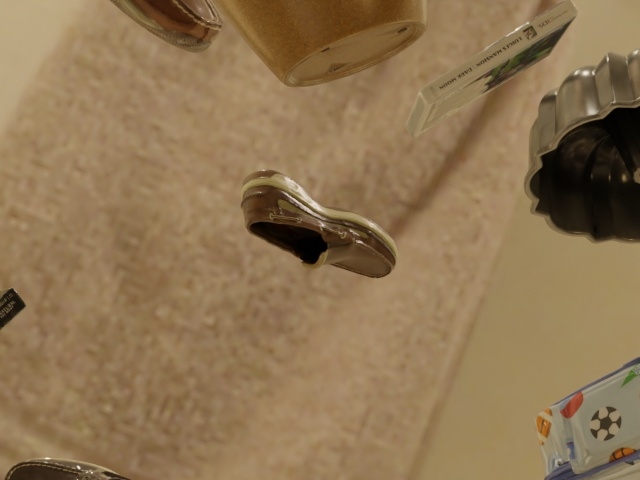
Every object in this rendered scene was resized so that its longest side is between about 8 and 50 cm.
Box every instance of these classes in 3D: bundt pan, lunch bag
[{"bbox_3d":[0.413,-0.134,2.340,0.331,0.124,0.331,-5,-32,-3],"label":"bundt pan"},{"bbox_3d":[0.393,0.207,1.911,0.303,0.115,0.243,-24,-37,28],"label":"lunch bag"}]

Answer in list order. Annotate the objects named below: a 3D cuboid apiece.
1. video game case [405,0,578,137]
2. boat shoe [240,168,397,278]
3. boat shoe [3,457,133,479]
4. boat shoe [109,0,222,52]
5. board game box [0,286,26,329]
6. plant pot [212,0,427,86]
[{"bbox_3d":[0.168,-0.169,1.839,0.022,0.173,0.190,57,-5,5],"label":"video game case"},{"bbox_3d":[-0.005,0.004,2.486,0.257,0.095,0.095,27,-42,-27],"label":"boat shoe"},{"bbox_3d":[-0.254,0.319,2.177,0.285,0.103,0.092,20,-18,17],"label":"boat shoe"},{"bbox_3d":[-0.183,-0.317,1.685,0.324,0.116,0.123,55,18,13],"label":"boat shoe"},{"bbox_3d":[-0.375,0.106,1.772,0.186,0.126,0.026,-18,-67,50],"label":"board game box"},{"bbox_3d":[-0.018,-0.255,1.389,0.237,0.254,0.237,-21,-10,-4],"label":"plant pot"}]
